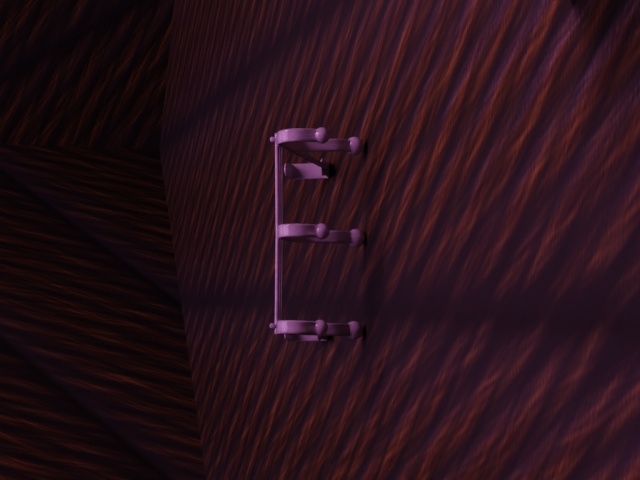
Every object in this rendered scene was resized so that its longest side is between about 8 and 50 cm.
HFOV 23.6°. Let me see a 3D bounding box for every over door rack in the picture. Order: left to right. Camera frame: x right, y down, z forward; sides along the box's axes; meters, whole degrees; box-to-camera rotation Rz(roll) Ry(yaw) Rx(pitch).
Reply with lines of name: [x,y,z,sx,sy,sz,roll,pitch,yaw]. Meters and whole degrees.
over door rack: [0.000,0.000,1.845,0.324,0.108,0.239,67,-156,-85]
